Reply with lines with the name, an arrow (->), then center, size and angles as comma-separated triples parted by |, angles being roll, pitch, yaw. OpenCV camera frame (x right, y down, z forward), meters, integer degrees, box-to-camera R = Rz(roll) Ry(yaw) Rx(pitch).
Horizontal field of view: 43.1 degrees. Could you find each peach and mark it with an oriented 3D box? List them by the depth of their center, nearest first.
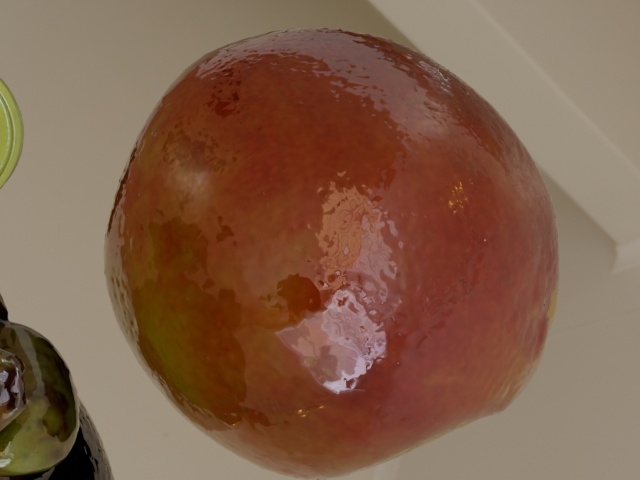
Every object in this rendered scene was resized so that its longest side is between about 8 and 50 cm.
peach -> 0.000, 0.000, 0.580 | 0.308, 0.308, 0.332 | -41, -117, 24

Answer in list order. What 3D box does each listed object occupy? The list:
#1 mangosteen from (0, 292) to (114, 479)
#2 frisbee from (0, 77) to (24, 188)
mangosteen -> -0.271, 0.154, 0.493 | 0.297, 0.297, 0.313 | -147, -123, -69
frisbee -> -0.502, -0.135, 1.032 | 0.236, 0.236, 0.017 | -51, -142, 1
